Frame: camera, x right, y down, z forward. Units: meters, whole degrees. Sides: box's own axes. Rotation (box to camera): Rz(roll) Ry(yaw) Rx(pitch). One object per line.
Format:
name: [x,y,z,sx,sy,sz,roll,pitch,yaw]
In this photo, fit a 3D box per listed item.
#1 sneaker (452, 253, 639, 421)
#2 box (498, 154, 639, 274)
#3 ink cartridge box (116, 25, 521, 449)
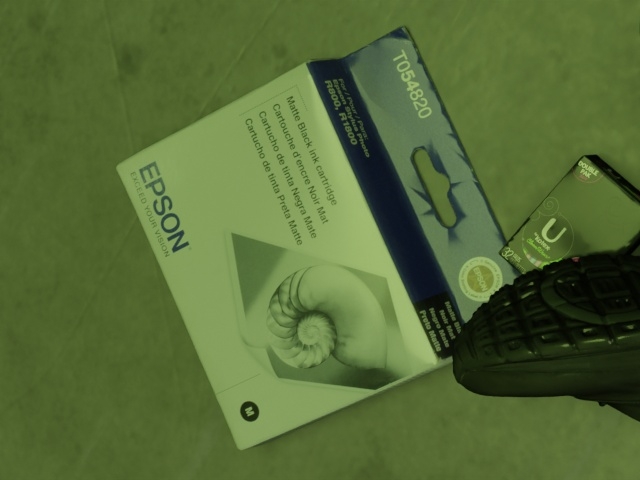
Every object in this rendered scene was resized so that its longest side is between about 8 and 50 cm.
sneaker: [0.222,0.075,0.895,0.286,0.109,0.130,-5,116,9]
box: [0.165,-0.004,0.960,0.062,0.052,0.083,43,105,12]
ink cartridge box: [0.000,0.000,1.025,0.224,0.045,0.223,-27,83,19]
